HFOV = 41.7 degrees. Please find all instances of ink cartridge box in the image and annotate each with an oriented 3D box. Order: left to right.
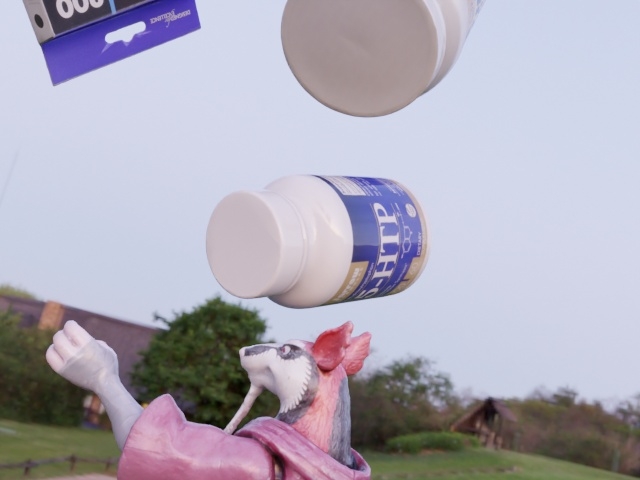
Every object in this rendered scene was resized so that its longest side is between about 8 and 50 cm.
[{"bbox_3d":[-0.217,-0.290,0.878,0.045,0.206,0.208,19,-49,43],"label":"ink cartridge box"}]

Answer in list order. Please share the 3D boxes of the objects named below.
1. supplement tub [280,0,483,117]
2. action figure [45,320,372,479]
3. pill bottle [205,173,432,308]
[{"bbox_3d":[0.091,-0.314,1.092,0.228,0.316,0.228,11,-52,15],"label":"supplement tub"},{"bbox_3d":[-0.067,0.214,0.537,0.248,0.370,0.276,24,11,-36],"label":"action figure"},{"bbox_3d":[0.000,0.000,0.706,0.112,0.112,0.187,3,4,40],"label":"pill bottle"}]
